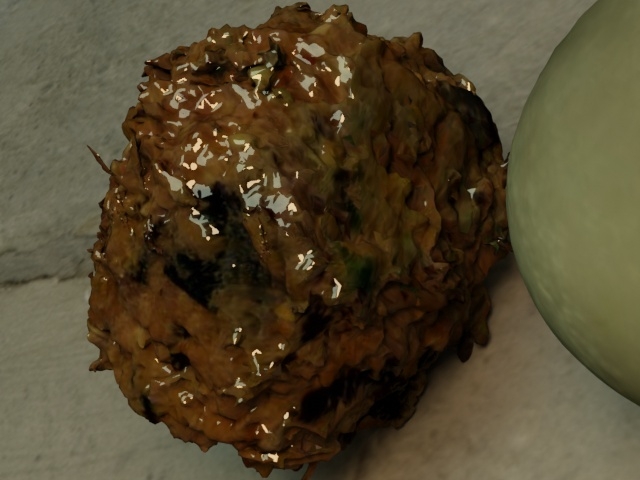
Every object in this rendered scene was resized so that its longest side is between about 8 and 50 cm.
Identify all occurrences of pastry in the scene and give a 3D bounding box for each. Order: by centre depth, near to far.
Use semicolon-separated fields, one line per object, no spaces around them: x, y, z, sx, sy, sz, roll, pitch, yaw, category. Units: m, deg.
0.000;0.000;0.996;0.275;0.275;0.193;-57;22;-16;pastry

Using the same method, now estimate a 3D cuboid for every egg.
0.247;-0.040;0.774;0.352;0.258;0.258;-27;39;31;egg
